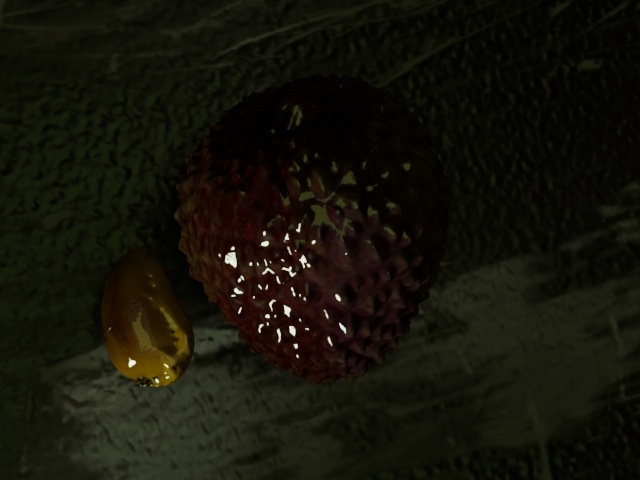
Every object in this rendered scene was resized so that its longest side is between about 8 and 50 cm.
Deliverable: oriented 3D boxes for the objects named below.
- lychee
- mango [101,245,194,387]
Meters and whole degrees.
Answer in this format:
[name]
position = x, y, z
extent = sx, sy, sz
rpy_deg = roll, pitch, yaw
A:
[lychee]
position = 0.000, 0.000, 1.308
extent = 0.271, 0.271, 0.271
rpy_deg = 2, 81, -15
[mango]
position = -0.157, 0.070, 1.333
extent = 0.077, 0.063, 0.127
rpy_deg = -13, 80, -12
